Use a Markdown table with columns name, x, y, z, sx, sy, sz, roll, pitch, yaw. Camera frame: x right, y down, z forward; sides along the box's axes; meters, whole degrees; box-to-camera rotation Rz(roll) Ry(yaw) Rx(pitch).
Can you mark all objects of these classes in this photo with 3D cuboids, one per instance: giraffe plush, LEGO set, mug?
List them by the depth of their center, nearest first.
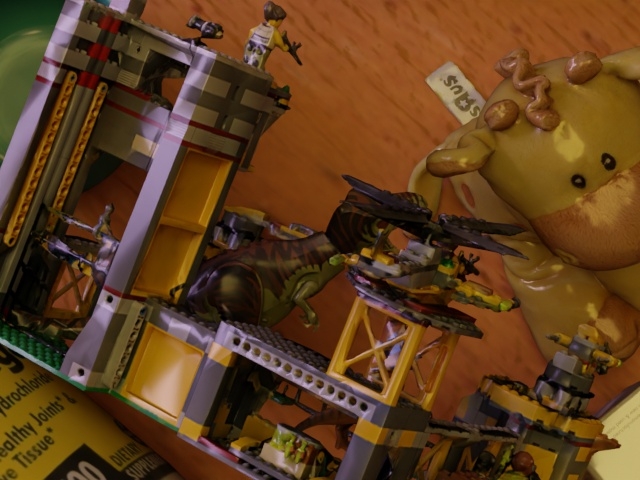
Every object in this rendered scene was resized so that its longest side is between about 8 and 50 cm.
| name | x | y | z | sx | sy | sz | roll | pitch | yaw |
| --- | --- | --- | --- | --- | --- | --- | --- | --- | --- |
| LEGO set | 0.000 | 0.000 | 0.854 | 0.331 | 0.255 | 0.192 | 26 | 96 | 40 |
| giraffe plush | 0.137 | -0.039 | 0.928 | 0.210 | 0.170 | 0.181 | 34 | 86 | 7 |
| mug | -0.169 | -0.076 | 0.988 | 0.158 | 0.097 | 0.129 | -44 | 83 | -2 |

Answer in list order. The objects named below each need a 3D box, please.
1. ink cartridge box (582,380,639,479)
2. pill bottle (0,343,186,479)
| name | x | y | z | sx | sy | sz | roll | pitch | yaw |
| --- | --- | --- | --- | --- | --- | --- | --- | --- | --- |
| ink cartridge box | 0.205 | 0.159 | 0.931 | 0.060 | 0.104 | 0.180 | -40 | 83 | -4 |
| pill bottle | -0.238 | 0.103 | 0.921 | 0.334 | 0.188 | 0.188 | 39 | 86 | 7 |
